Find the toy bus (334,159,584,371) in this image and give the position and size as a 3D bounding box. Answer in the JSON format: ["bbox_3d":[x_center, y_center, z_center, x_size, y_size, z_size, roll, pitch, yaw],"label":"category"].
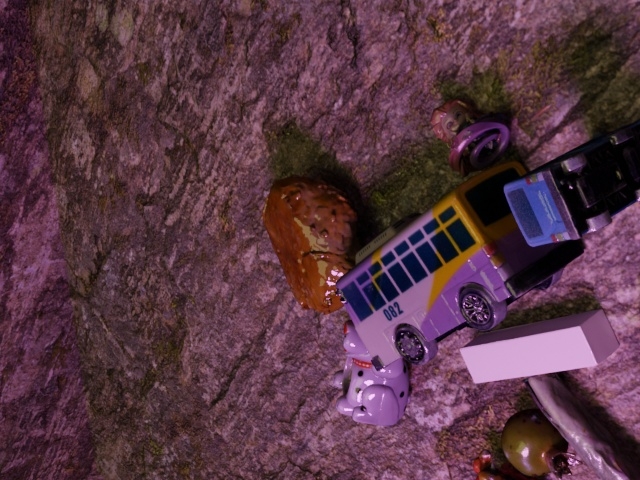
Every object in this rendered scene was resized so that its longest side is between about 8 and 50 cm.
[{"bbox_3d":[0.224,0.057,1.556,0.249,0.209,0.440,58,143,7],"label":"toy bus"}]

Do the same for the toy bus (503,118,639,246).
[{"bbox_3d":[0.397,-0.087,1.250,0.133,0.234,0.116,-22,94,61],"label":"toy bus"}]

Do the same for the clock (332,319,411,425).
[{"bbox_3d":[0.127,0.251,1.841,0.189,0.189,0.253,32,127,35],"label":"clock"}]

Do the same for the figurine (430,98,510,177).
[{"bbox_3d":[0.258,-0.181,1.473,0.126,0.114,0.157,-56,30,12],"label":"figurine"}]

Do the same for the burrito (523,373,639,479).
[{"bbox_3d":[0.483,0.356,1.518,0.309,0.096,0.066,49,114,20],"label":"burrito"}]

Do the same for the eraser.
[{"bbox_3d":[0.392,0.197,1.552,0.298,0.076,0.078,-24,92,53],"label":"eraser"}]

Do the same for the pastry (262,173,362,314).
[{"bbox_3d":[0.000,0.000,1.830,0.255,0.162,0.310,-11,98,63],"label":"pastry"}]

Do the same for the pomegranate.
[{"bbox_3d":[0.412,0.378,1.587,0.129,0.129,0.159,62,160,1],"label":"pomegranate"}]

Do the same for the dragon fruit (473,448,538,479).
[{"bbox_3d":[0.378,0.514,1.714,0.207,0.133,0.150,57,147,2],"label":"dragon fruit"}]
